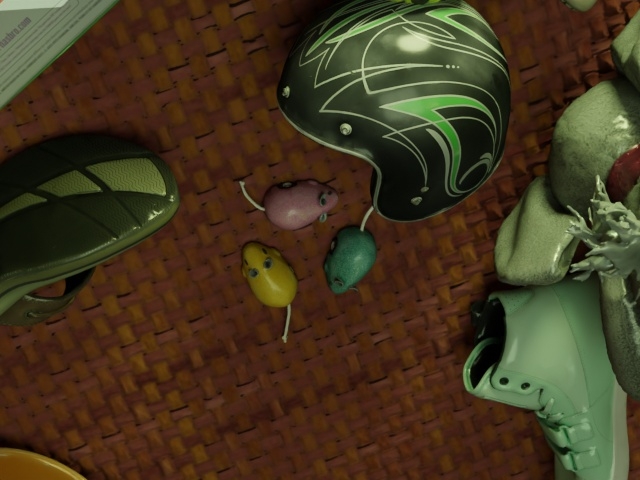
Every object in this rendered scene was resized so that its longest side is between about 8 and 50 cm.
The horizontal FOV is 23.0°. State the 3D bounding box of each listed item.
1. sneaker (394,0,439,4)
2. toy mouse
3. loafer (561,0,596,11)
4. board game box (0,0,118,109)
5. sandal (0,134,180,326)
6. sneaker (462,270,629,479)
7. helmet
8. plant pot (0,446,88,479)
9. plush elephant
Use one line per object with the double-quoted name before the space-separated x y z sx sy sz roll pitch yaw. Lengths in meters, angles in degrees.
"sneaker" -0.027 -0.241 1.113 0.295 0.123 0.109 13 116 -21
"toy mouse" 0.000 0.000 1.301 0.143 0.031 0.161 -28 119 3
"loafer" 0.142 -0.283 1.154 0.092 0.102 0.268 -42 127 9
"board game box" -0.290 -0.247 1.091 0.242 0.064 0.316 -40 118 9
"sandal" -0.244 0.020 1.229 0.303 0.120 0.086 -31 147 6
"sneaker" 0.190 0.150 1.384 0.151 0.094 0.256 -4 108 -17
"helmet" 0.057 -0.113 1.183 0.169 0.169 0.161 -27 134 2
"plant pot" -0.281 0.311 1.319 0.205 0.205 0.188 24 125 -22
"plush elephant" 0.282 -0.026 1.244 0.330 0.255 0.272 22 120 -30
